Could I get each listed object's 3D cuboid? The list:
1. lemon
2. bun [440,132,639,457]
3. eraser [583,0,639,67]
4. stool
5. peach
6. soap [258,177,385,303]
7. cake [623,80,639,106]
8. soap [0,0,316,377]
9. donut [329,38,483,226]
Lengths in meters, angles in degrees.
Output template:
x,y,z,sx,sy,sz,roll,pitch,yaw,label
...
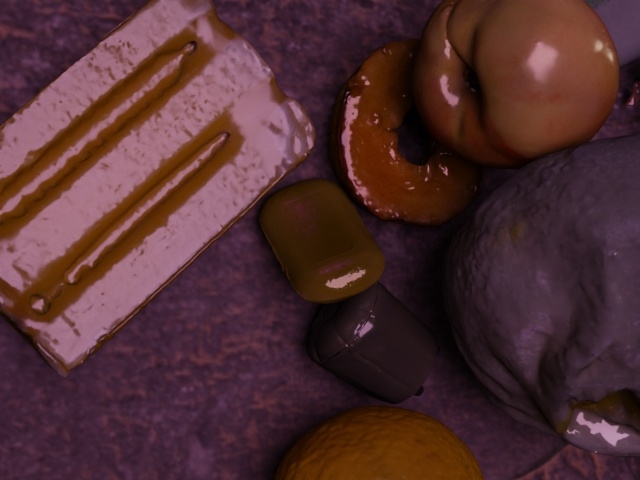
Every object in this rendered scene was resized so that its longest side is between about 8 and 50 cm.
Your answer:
x,y,z,sx,sy,sz,roll,pitch,yaw,label
0.055,0.236,1.026,0.244,0.187,0.187,6,84,-53,lemon
0.281,0.071,1.025,0.362,0.362,0.211,17,55,-18,bun
0.269,-0.254,1.181,0.227,0.081,0.174,-28,95,-17,eraser
0.049,0.094,1.079,0.110,0.096,0.096,37,76,-18,stool
0.175,-0.146,1.032,0.184,0.184,0.184,1,87,-19,peach
0.000,0.001,1.063,0.089,0.045,0.140,-23,54,-9,soap
0.537,-0.078,1.157,0.314,0.293,0.307,-15,94,-26,cake
-0.175,-0.058,1.011,0.315,0.091,0.199,-45,102,-17,soap
0.080,-0.100,1.117,0.162,0.065,0.178,14,81,-23,donut
